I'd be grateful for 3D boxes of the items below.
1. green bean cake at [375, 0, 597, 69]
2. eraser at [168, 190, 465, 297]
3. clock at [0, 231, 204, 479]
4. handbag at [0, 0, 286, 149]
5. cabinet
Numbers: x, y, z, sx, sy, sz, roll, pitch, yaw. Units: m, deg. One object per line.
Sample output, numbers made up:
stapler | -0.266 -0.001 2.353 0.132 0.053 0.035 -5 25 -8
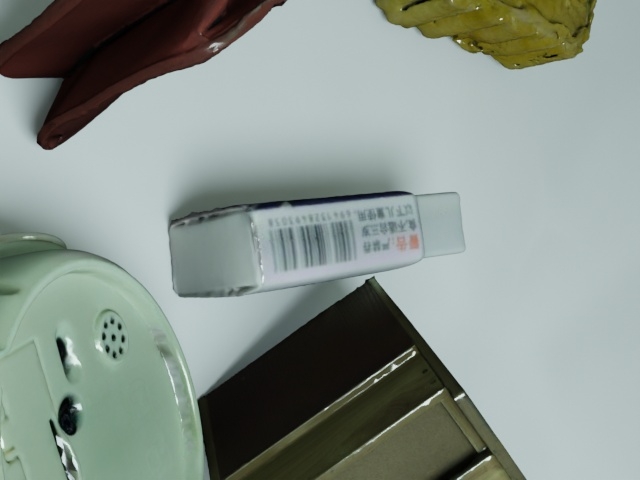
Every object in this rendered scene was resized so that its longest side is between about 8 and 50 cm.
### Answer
green bean cake | 0.165 -0.299 0.901 0.224 0.131 0.229 14 79 -33
eraser | 0.000 0.000 0.735 0.210 0.125 0.067 -7 87 -39
clock | -0.164 0.122 0.533 0.324 0.109 0.265 -42 117 -70
handbag | -0.072 -0.181 0.621 0.275 0.260 0.084 -44 108 -35
cabinet | 0.032 0.161 0.642 0.175 0.215 0.148 -36 109 0
